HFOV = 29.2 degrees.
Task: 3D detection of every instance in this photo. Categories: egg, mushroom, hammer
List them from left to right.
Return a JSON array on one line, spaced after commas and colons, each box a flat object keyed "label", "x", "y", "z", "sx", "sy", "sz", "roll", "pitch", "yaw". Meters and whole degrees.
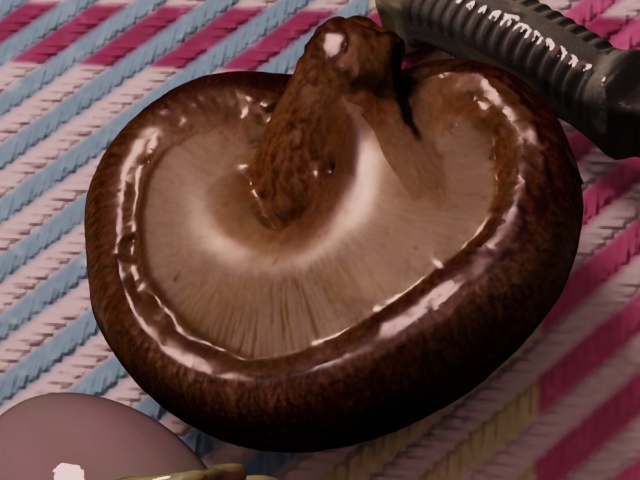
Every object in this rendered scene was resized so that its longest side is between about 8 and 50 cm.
[{"label": "egg", "x": -0.096, "y": 0.124, "z": 0.531, "sx": 0.135, "sy": 0.103, "sz": 0.103, "roll": 39, "pitch": 75, "yaw": 24}, {"label": "mushroom", "x": 0.005, "y": 0.004, "z": 0.571, "sx": 0.231, "sy": 0.138, "sz": 0.194, "roll": 7, "pitch": 78, "yaw": 23}, {"label": "hammer", "x": 0.116, "y": -0.083, "z": 0.597, "sx": 0.041, "sy": 0.159, "sz": 0.226, "roll": -43, "pitch": 54, "yaw": -15}]

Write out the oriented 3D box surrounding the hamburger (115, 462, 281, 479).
[{"label": "hamburger", "x": -0.055, "y": 0.197, "z": 0.366, "sx": 0.212, "sy": 0.274, "sz": 0.274, "roll": 26, "pitch": 70, "yaw": 30}]
